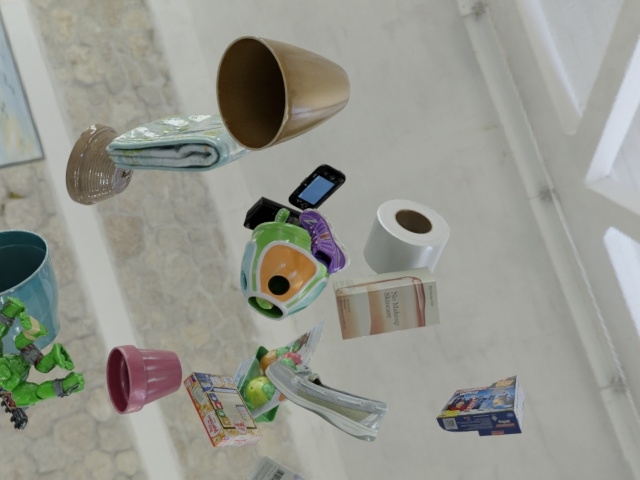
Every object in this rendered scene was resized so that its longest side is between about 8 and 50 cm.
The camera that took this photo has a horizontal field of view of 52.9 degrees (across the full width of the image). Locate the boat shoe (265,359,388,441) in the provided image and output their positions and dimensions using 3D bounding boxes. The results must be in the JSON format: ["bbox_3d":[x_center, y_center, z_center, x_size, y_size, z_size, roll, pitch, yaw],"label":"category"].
[{"bbox_3d":[0.010,0.368,1.557,0.320,0.118,0.103,25,-93,29],"label":"boat shoe"}]

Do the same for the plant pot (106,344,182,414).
[{"bbox_3d":[-0.532,0.412,1.960,0.201,0.180,0.201,5,-84,51],"label":"plant pot"}]

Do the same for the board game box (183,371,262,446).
[{"bbox_3d":[-0.244,0.423,1.612,0.045,0.147,0.193,-46,-124,15],"label":"board game box"}]

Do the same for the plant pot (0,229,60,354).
[{"bbox_3d":[-0.795,0.153,1.640,0.271,0.272,0.255,41,-34,42],"label":"plant pot"}]

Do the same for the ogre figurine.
[{"bbox_3d":[-0.508,0.207,1.106,0.197,0.118,0.097,50,-2,-19],"label":"ogre figurine"}]

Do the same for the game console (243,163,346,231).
[{"bbox_3d":[-0.073,-0.123,2.060,0.361,0.213,0.044,-42,-138,35],"label":"game console"}]

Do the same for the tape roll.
[{"bbox_3d":[0.277,0.003,2.090,0.246,0.246,0.169,48,-43,35],"label":"tape roll"}]

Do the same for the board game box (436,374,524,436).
[{"bbox_3d":[0.403,0.392,1.528,0.194,0.194,0.060,-17,-85,35],"label":"board game box"}]

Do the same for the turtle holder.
[{"bbox_3d":[-0.117,0.085,1.693,0.243,0.227,0.320,41,-31,-29],"label":"turtle holder"}]

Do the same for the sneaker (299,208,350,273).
[{"bbox_3d":[0.000,0.000,1.433,0.170,0.071,0.068,55,-36,22],"label":"sneaker"}]

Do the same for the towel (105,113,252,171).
[{"bbox_3d":[-0.324,-0.267,1.684,0.374,0.320,0.090,6,-64,26],"label":"towel"}]

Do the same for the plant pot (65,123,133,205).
[{"bbox_3d":[-0.609,-0.203,1.830,0.110,0.237,0.237,19,-51,7],"label":"plant pot"}]

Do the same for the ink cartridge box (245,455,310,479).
[{"bbox_3d":[-0.115,0.832,1.995,0.278,0.201,0.117,18,-40,32],"label":"ink cartridge box"}]

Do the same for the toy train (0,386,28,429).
[{"bbox_3d":[-0.699,0.363,1.448,0.158,0.027,0.036,38,-83,34],"label":"toy train"}]

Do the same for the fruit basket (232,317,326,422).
[{"bbox_3d":[-0.142,0.421,2.056,0.165,0.327,0.353,38,-53,-11],"label":"fruit basket"}]

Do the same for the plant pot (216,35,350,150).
[{"bbox_3d":[-0.060,-0.331,1.434,0.237,0.254,0.237,16,-67,44],"label":"plant pot"}]

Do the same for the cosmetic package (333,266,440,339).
[{"bbox_3d":[0.195,0.186,1.921,0.129,0.296,0.153,-102,-178,-72],"label":"cosmetic package"}]
